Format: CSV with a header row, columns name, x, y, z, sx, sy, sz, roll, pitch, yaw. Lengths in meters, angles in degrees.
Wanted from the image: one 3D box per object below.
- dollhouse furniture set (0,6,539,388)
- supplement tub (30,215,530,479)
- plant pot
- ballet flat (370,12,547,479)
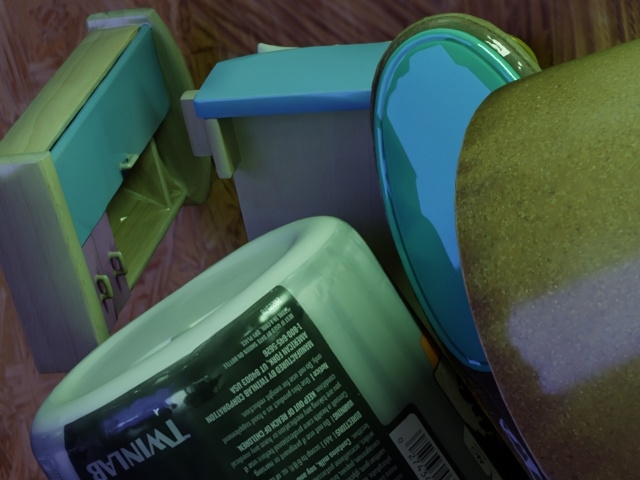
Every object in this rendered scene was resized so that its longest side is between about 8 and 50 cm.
name,x,y,z,sx,sy,sz,roll,pitch,yaw
dollhouse furniture set,0.000,0.000,1.121,0.303,0.198,0.286,-3,120,19
supplement tub,0.018,0.163,0.955,0.193,0.193,0.316,-24,104,49
plant pot,0.223,-0.007,0.759,0.254,0.237,0.237,-27,77,35
ballet flat,0.133,0.050,0.925,0.116,0.124,0.342,-32,81,27
